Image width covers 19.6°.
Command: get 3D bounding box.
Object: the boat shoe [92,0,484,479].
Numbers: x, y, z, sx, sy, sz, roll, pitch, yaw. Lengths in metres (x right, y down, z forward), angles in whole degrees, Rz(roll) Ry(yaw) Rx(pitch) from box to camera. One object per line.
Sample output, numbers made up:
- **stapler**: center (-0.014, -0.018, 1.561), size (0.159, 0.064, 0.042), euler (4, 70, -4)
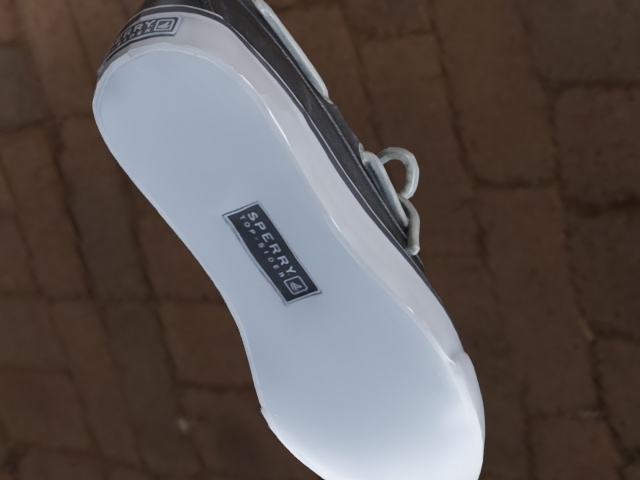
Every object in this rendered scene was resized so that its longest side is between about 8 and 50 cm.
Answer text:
- **boat shoe**: center (-0.004, 0.001, 0.908), size (0.113, 0.105, 0.306), euler (-21, 120, 29)
